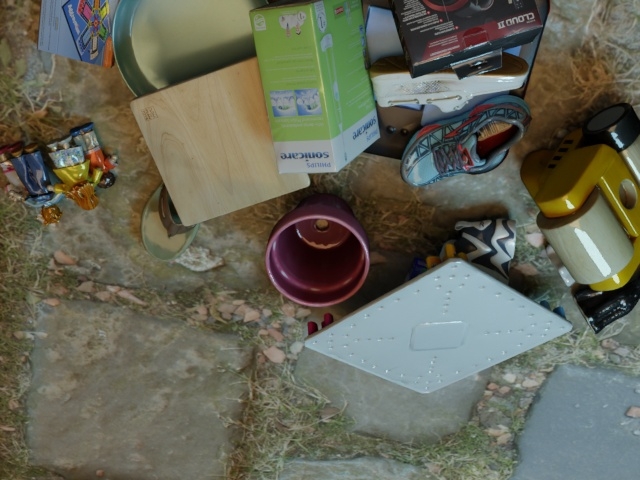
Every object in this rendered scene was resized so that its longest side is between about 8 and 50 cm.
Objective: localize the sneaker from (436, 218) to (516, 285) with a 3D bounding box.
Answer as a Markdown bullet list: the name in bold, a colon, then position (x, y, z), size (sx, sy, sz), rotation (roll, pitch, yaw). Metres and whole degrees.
- **sneaker**: position (0.310, 0.057, 1.721), size (0.153, 0.094, 0.235), rotation (8, 128, 11)

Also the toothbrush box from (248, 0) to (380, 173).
- **toothbrush box**: position (-0.003, -0.281, 1.469), size (0.122, 0.206, 0.283), rotation (0, 114, 27)

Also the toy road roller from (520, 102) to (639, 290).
- **toy road roller**: position (0.465, -0.073, 1.524), size (0.241, 0.329, 0.202), rotation (-12, 122, 52)

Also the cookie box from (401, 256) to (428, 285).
- **cookie box**: position (0.222, 0.100, 1.775), size (0.092, 0.040, 0.107), rotation (17, 119, -5)

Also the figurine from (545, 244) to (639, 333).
- **figurine**: position (0.595, 0.052, 1.702), size (0.209, 0.092, 0.215), rotation (-31, 111, 11)

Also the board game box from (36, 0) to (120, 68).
- **board game box**: position (-0.432, -0.466, 1.536), size (0.145, 0.027, 0.281), rotation (15, 118, -2)

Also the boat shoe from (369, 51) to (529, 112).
- **boat shoe**: position (0.228, -0.275, 1.489), size (0.277, 0.098, 0.096), rotation (3, 128, 21)

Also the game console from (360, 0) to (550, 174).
- **game console**: position (0.211, -0.321, 1.543), size (0.342, 0.060, 0.386), rotation (10, 118, -1)

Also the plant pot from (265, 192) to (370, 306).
- **plant pot**: position (0.000, 0.000, 1.662), size (0.201, 0.180, 0.201), rotation (2, 119, 4)

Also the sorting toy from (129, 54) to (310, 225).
- **sorting toy**: position (-0.180, -0.191, 1.569), size (0.255, 0.089, 0.257), rotation (-18, 113, 6)

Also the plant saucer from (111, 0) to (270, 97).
- **plant saucer**: position (-0.226, -0.364, 1.565), size (0.318, 0.043, 0.317), rotation (2, 118, 3)

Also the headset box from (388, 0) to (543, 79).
- **headset box**: position (0.220, -0.413, 1.382), size (0.218, 0.110, 0.293), rotation (-17, 88, 5)

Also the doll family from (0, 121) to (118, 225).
- **doll family**: position (-0.532, -0.117, 1.678), size (0.263, 0.118, 0.163), rotation (-13, 116, 11)

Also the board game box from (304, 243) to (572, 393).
- **board game box**: position (0.233, 0.171, 1.681), size (0.390, 0.050, 0.390), rotation (27, 135, -37)

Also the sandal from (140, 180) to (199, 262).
- **sandal**: position (-0.279, -0.080, 1.695), size (0.120, 0.086, 0.303), rotation (28, 117, -10)

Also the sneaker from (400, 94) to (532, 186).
- **sneaker**: position (0.254, -0.172, 1.518), size (0.262, 0.125, 0.104), rotation (-30, 109, 20)
